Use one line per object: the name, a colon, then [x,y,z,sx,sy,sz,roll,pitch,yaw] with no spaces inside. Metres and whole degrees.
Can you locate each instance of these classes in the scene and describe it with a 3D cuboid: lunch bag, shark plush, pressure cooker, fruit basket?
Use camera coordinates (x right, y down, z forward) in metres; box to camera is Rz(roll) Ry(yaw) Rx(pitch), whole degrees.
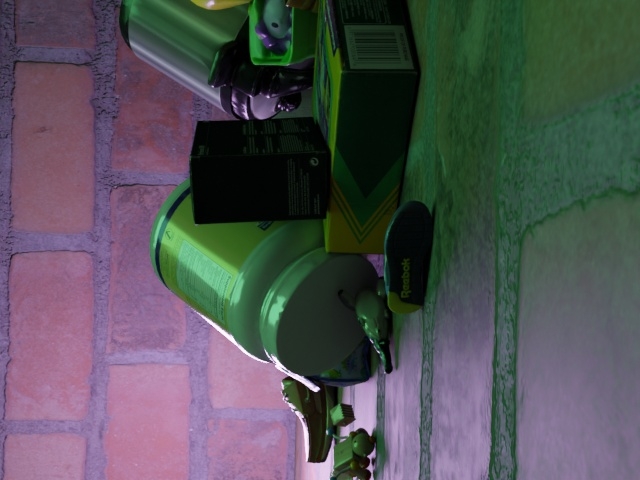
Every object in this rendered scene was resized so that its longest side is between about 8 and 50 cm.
lunch bag: [0.002,0.202,1.694,0.129,0.151,0.096,117,154,-78]
shark plush: [0.088,0.120,1.453,0.161,0.073,0.067,58,173,45]
pressure cooker: [-0.150,-0.449,2.095,0.370,0.420,0.375,-54,-13,-9]
fruit basket: [-0.108,-0.490,1.765,0.283,0.392,0.392,-155,65,-67]

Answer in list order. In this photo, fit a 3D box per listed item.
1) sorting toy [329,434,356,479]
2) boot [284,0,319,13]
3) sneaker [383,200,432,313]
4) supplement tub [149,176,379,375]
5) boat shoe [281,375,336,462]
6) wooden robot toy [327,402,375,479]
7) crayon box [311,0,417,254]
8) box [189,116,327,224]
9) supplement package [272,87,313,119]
sorting toy: [0.044,0.391,1.817,0.083,0.044,0.075,99,178,-63]
boot: [0.015,-0.384,1.657,0.073,0.152,0.197,-120,28,-51]
sneaker: [0.097,0.013,1.176,0.059,0.053,0.144,-92,6,-59]
supplement tub: [-0.091,0.045,1.602,0.331,0.241,0.241,32,130,41]
boat shoe: [-0.027,0.320,2.219,0.122,0.119,0.324,-174,86,-86]
wooden robot toy: [0.063,0.323,1.582,0.079,0.076,0.173,-42,32,31]
crayon box: [0.053,-0.213,1.477,0.363,0.106,0.313,-95,6,-47]
box: [-0.091,-0.107,1.468,0.261,0.184,0.103,-103,14,-72]
supplement package: [-0.055,-0.242,2.311,0.149,0.194,0.203,123,149,-84]
